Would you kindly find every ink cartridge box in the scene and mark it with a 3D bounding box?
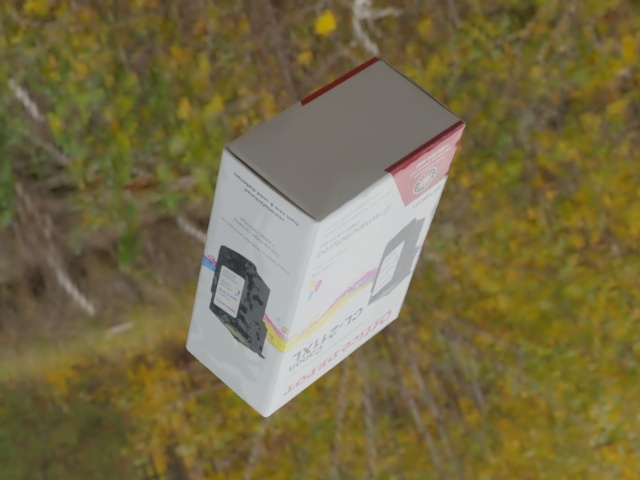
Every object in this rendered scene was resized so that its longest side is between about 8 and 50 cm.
[{"bbox_3d":[0.000,0.000,0.877,0.127,0.072,0.175,-35,154,-35],"label":"ink cartridge box"}]
